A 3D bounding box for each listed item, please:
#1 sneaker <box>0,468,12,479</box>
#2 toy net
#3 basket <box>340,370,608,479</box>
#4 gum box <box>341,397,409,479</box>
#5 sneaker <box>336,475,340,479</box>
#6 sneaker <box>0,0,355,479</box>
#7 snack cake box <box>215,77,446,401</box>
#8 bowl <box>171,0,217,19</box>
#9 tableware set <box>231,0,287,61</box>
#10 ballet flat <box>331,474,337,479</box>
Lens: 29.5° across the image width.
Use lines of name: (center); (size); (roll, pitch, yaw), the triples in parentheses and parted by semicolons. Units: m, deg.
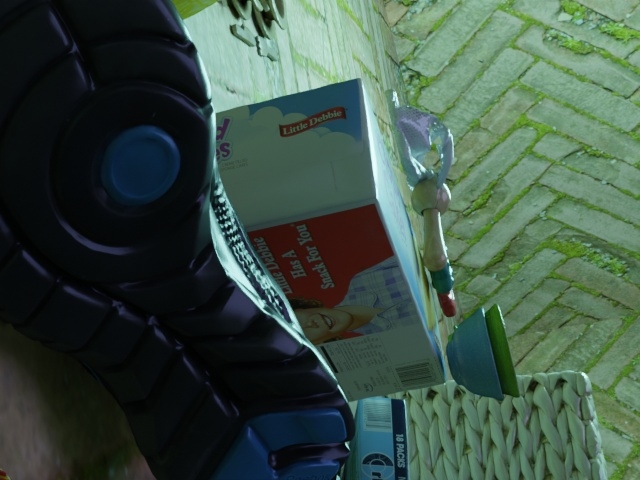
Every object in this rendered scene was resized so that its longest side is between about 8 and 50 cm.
sneaker: (-0.107, 0.158, 0.387); (0.067, 0.064, 0.175); (83, 5, -59)
toy net: (0.095, -0.001, 0.877); (0.122, 0.045, 0.232); (-52, 128, -80)
basket: (0.183, 0.333, 1.284); (0.331, 0.267, 0.328); (59, 23, -59)
gum box: (0.036, 0.242, 0.957); (0.157, 0.041, 0.184); (-89, -174, -48)
sneaker: (0.007, 0.230, 1.082); (0.083, 0.032, 0.037); (47, 47, -64)
sneaker: (-0.100, -0.010, 0.550); (0.139, 0.125, 0.340); (47, -17, 51)
snack cake box: (-0.015, 0.020, 0.800); (0.264, 0.152, 0.089); (65, 16, -57)
bowl: (-0.075, -0.290, 0.775); (0.289, 0.156, 0.289); (-10, 90, -80)
tableware set: (-0.056, -0.250, 1.184); (0.194, 0.039, 0.128); (-5, 85, -80)
ballet flat: (-0.012, 0.206, 0.977); (0.057, 0.049, 0.173); (-54, -159, 36)
